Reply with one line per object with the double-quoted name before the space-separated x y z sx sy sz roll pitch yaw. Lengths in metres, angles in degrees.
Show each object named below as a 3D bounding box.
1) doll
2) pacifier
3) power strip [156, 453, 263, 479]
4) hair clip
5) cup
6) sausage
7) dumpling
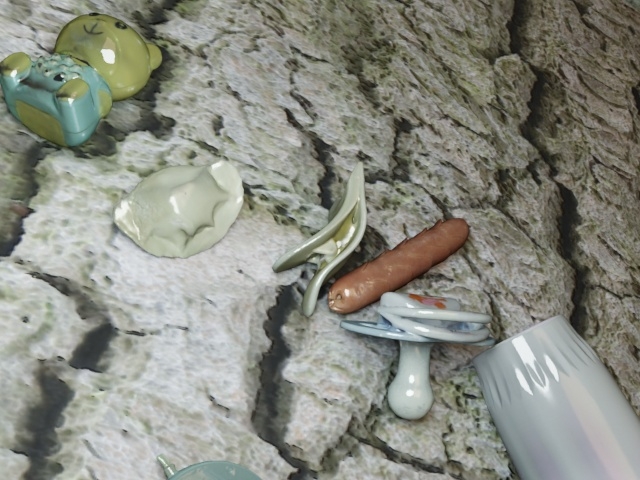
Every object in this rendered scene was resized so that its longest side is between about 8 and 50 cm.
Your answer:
"doll" -0.414 -0.294 1.255 0.177 0.161 0.260 23 55 9
"pacifier" 0.181 0.217 1.307 0.300 0.244 0.232 6 92 -25
"power strip" -0.159 0.421 1.087 0.253 0.054 0.167 37 51 -8
"hair clip" 0.018 0.007 1.346 0.113 0.172 0.282 38 62 3
"cup" 0.466 0.346 1.351 0.253 0.253 0.371 -15 72 -34
"sausage" 0.178 0.041 1.457 0.433 0.088 0.087 -28 81 -37
"dumpling" -0.247 -0.049 1.259 0.216 0.126 0.166 -34 111 -46
